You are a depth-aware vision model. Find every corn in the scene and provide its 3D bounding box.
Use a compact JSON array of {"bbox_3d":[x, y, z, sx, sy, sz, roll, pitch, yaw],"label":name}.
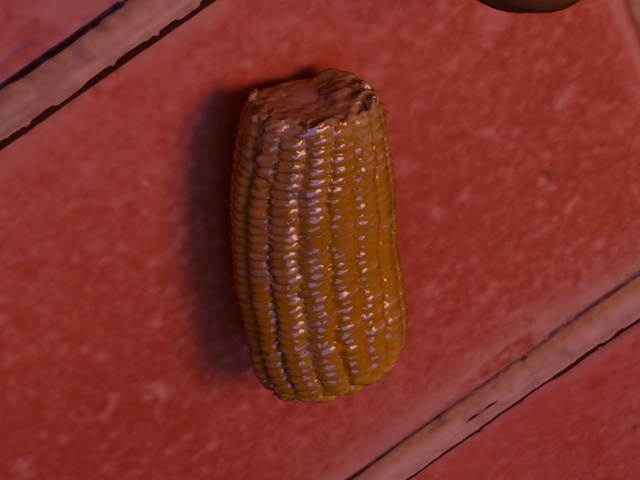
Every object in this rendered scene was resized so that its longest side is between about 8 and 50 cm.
[{"bbox_3d":[0.000,0.000,0.811,0.085,0.063,0.165,-10,126,-10],"label":"corn"}]

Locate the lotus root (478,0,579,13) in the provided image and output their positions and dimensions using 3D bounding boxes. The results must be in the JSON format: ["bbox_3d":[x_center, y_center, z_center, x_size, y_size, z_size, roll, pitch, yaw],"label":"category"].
[{"bbox_3d":[0.060,-0.176,0.679,0.221,0.118,0.125,45,64,-39],"label":"lotus root"}]
